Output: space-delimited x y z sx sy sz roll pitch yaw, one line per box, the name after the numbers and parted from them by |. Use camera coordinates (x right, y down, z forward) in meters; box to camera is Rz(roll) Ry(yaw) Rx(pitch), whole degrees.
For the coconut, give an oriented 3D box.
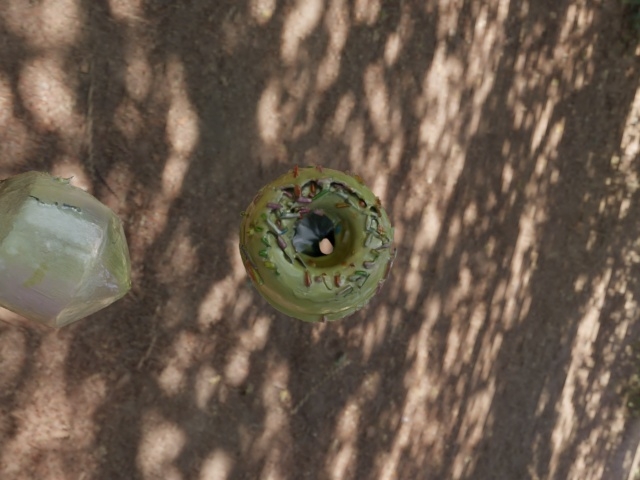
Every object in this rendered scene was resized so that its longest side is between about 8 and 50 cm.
-0.296 0.012 0.978 0.183 0.171 0.170 21 84 -21 | coconut

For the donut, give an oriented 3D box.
0.000 0.000 0.910 0.068 0.175 0.174 135 -20 -76 | donut
